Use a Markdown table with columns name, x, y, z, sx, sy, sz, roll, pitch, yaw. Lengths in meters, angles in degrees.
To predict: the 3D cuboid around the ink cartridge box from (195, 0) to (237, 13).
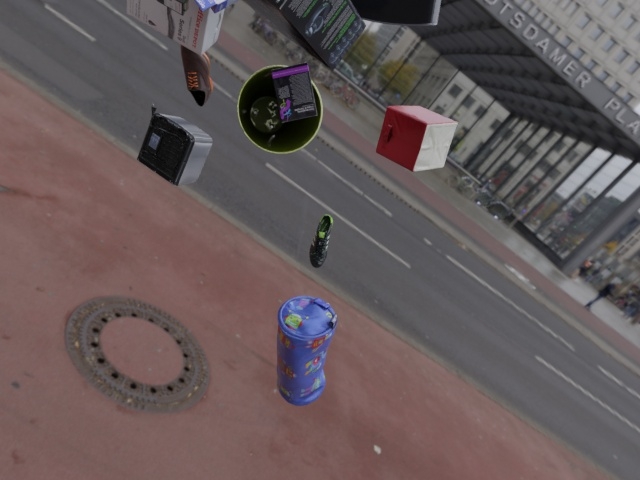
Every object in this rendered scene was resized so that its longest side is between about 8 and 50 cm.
| name | x | y | z | sx | sy | sz | roll | pitch | yaw |
| --- | --- | --- | --- | --- | --- | --- | --- | --- | --- |
| ink cartridge box | -0.285 | -0.816 | 1.427 | 0.185 | 0.311 | 0.065 | 53 | -21 | -8 |

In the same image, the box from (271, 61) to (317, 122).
| name | x | y | z | sx | sy | sz | roll | pitch | yaw |
| --- | --- | --- | --- | --- | --- | --- | --- | --- | --- |
| box | -0.080 | -0.456 | 1.477 | 0.029 | 0.116 | 0.162 | -69 | 149 | -77 |

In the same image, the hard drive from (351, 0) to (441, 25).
| name | x | y | z | sx | sy | sz | roll | pitch | yaw |
| --- | --- | --- | --- | --- | --- | --- | --- | --- | --- |
| hard drive | 0.155 | -0.592 | 1.115 | 0.255 | 0.172 | 0.054 | 16 | 49 | 15 |

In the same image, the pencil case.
| name | x | y | z | sx | sy | sz | roll | pitch | yaw |
| --- | --- | --- | --- | --- | --- | --- | --- | --- | --- |
| pencil case | -0.035 | 0.247 | 1.072 | 0.119 | 0.306 | 0.133 | 37 | 52 | 27 |

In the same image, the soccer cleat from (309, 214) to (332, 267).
| name | x | y | z | sx | sy | sz | roll | pitch | yaw |
| --- | --- | --- | --- | --- | --- | --- | --- | --- | --- |
| soccer cleat | 0.000 | 0.000 | 1.547 | 0.060 | 0.178 | 0.072 | 13 | -7 | 6 |

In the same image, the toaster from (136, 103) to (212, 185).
| name | x | y | z | sx | sy | sz | roll | pitch | yaw |
| --- | --- | --- | --- | --- | --- | --- | --- | --- | --- |
| toaster | -0.431 | -0.278 | 1.411 | 0.168 | 0.185 | 0.110 | 32 | 20 | 14 |

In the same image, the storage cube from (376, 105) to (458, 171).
| name | x | y | z | sx | sy | sz | roll | pitch | yaw |
| --- | --- | --- | --- | --- | --- | --- | --- | --- | --- |
| storage cube | 0.352 | -0.378 | 1.761 | 0.215 | 0.183 | 0.193 | -14 | 39 | -39 |

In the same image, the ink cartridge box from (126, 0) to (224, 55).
| name | x | y | z | sx | sy | sz | roll | pitch | yaw |
| --- | --- | --- | --- | --- | --- | --- | --- | --- | --- |
| ink cartridge box | -0.477 | -0.790 | 1.578 | 0.289 | 0.211 | 0.121 | 28 | 53 | -5 |

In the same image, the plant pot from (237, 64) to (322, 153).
| name | x | y | z | sx | sy | sz | roll | pitch | yaw |
| --- | --- | --- | --- | --- | --- | --- | --- | --- | --- |
| plant pot | -0.159 | -0.442 | 1.648 | 0.275 | 0.274 | 0.293 | 32 | 3 | -18 |

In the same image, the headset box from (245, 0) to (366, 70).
| name | x | y | z | sx | sy | sz | roll | pitch | yaw |
| --- | --- | --- | --- | --- | --- | --- | --- | --- | --- |
| headset box | -0.061 | -0.526 | 1.026 | 0.246 | 0.131 | 0.283 | 43 | 11 | 23 |

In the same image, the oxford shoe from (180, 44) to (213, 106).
| name | x | y | z | sx | sy | sz | roll | pitch | yaw |
| --- | --- | --- | --- | --- | --- | --- | --- | --- | --- |
| oxford shoe | -0.466 | -0.622 | 1.799 | 0.097 | 0.098 | 0.271 | 3 | -26 | 6 |
